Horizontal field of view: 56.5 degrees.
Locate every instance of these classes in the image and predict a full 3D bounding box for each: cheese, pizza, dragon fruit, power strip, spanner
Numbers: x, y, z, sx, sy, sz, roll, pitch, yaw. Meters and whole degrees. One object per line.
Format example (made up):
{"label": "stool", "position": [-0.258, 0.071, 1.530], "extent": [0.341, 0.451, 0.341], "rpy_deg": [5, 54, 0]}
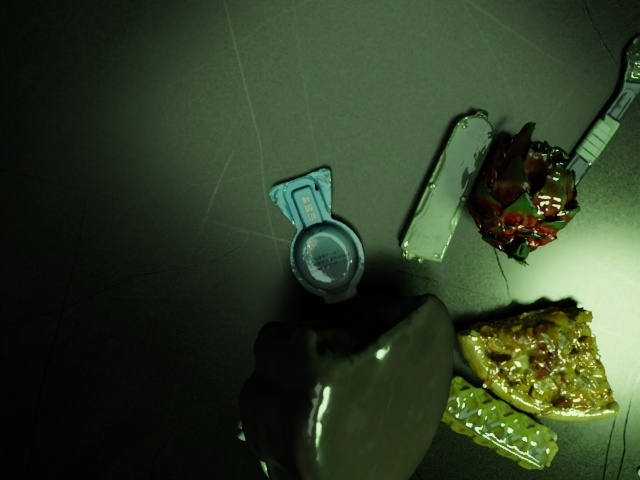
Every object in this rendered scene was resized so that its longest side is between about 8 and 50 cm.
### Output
{"label": "cheese", "position": [0.000, 0.000, 1.077], "extent": [0.135, 0.052, 0.244], "rpy_deg": [-19, 102, 6]}
{"label": "pizza", "position": [0.417, 0.216, 1.093], "extent": [0.335, 0.086, 0.226], "rpy_deg": [28, 106, -2]}
{"label": "dragon fruit", "position": [0.335, -0.071, 0.979], "extent": [0.182, 0.182, 0.188], "rpy_deg": [42, 109, -7]}
{"label": "power strip", "position": [0.221, -0.093, 1.040], "extent": [0.080, 0.048, 0.286], "rpy_deg": [20, 105, -4]}
{"label": "spanner", "position": [0.482, -0.202, 1.011], "extent": [0.087, 0.024, 0.316], "rpy_deg": [31, 106, -3]}

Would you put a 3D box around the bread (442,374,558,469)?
{"label": "bread", "position": [0.315, 0.340, 1.129], "extent": [0.269, 0.098, 0.087], "rpy_deg": [30, 62, -5]}

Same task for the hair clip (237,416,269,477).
{"label": "hair clip", "position": [-0.067, 0.420, 1.198], "extent": [0.220, 0.054, 0.140], "rpy_deg": [36, 97, -10]}

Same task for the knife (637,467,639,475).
{"label": "knife", "position": [0.795, 0.447, 1.156], "extent": [0.331, 0.044, 0.080], "rpy_deg": [-14, 111, 13]}

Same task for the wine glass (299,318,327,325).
{"label": "wine glass", "position": [-0.002, 0.233, 1.128], "extent": [0.073, 0.073, 0.155], "rpy_deg": [-14, 103, 7]}

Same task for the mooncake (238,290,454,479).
{"label": "mooncake", "position": [0.048, 0.257, 0.987], "extent": [0.212, 0.381, 0.350], "rpy_deg": [4, 92, 45]}
